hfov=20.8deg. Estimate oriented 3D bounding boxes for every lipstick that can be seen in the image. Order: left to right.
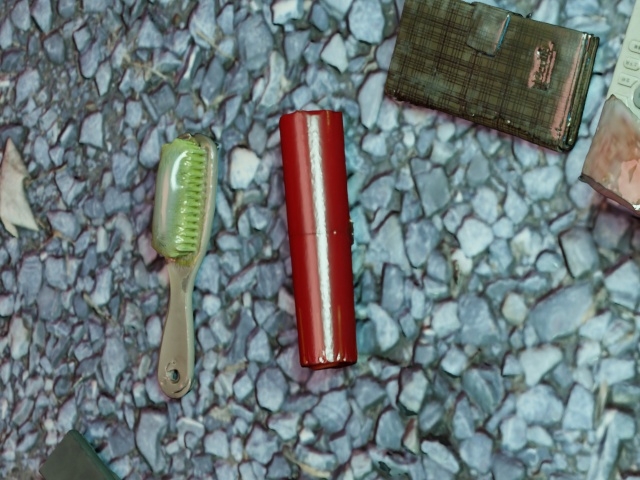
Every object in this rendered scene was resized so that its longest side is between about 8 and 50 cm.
[{"bbox_3d":[0.000,0.000,1.873,0.073,0.073,0.279,-10,82,39],"label":"lipstick"}]

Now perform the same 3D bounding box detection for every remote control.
[{"bbox_3d":[0.315,-0.144,1.645,0.087,0.029,0.190,24,103,37],"label":"remote control"}]

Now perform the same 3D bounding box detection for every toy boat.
[{"bbox_3d":[0.379,-0.127,1.561,0.206,0.096,0.282,34,94,15],"label":"toy boat"}]

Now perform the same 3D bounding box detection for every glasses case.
[{"bbox_3d":[-0.264,0.316,2.091,0.190,0.042,0.072,46,109,31],"label":"glasses case"}]

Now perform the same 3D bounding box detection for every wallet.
[{"bbox_3d":[0.169,-0.176,1.759,0.230,0.042,0.124,23,105,39],"label":"wallet"}]

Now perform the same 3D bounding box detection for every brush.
[{"bbox_3d":[-0.172,0.029,2.020,0.072,0.067,0.312,8,95,39],"label":"brush"}]
